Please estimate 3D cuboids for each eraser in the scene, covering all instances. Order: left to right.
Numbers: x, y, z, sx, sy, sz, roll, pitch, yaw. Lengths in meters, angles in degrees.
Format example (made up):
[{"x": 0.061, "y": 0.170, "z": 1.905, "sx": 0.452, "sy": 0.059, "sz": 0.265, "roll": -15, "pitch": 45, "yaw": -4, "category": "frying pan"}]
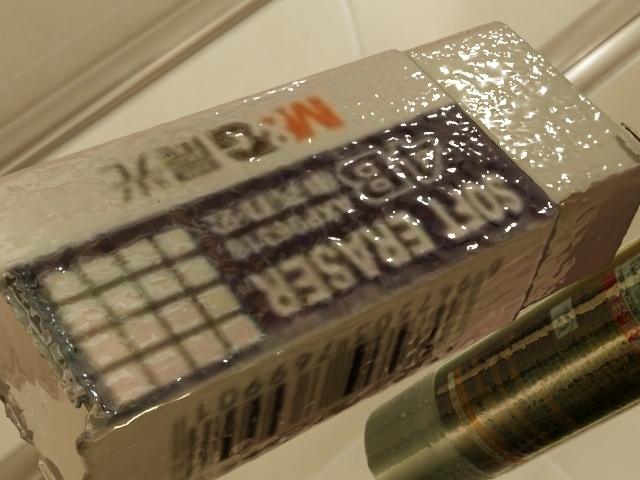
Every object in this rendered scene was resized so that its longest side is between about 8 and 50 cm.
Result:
[{"x": 0.000, "y": 0.000, "z": 0.443, "sx": 0.130, "sy": 0.287, "sz": 0.086, "roll": 49, "pitch": -34, "yaw": 30, "category": "eraser"}]

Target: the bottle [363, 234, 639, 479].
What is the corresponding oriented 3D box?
[{"x": 0.142, "y": 0.074, "z": 0.608, "sx": 0.286, "sy": 0.082, "sz": 0.082, "roll": -39, "pitch": -92, "yaw": 36, "category": "bottle"}]
